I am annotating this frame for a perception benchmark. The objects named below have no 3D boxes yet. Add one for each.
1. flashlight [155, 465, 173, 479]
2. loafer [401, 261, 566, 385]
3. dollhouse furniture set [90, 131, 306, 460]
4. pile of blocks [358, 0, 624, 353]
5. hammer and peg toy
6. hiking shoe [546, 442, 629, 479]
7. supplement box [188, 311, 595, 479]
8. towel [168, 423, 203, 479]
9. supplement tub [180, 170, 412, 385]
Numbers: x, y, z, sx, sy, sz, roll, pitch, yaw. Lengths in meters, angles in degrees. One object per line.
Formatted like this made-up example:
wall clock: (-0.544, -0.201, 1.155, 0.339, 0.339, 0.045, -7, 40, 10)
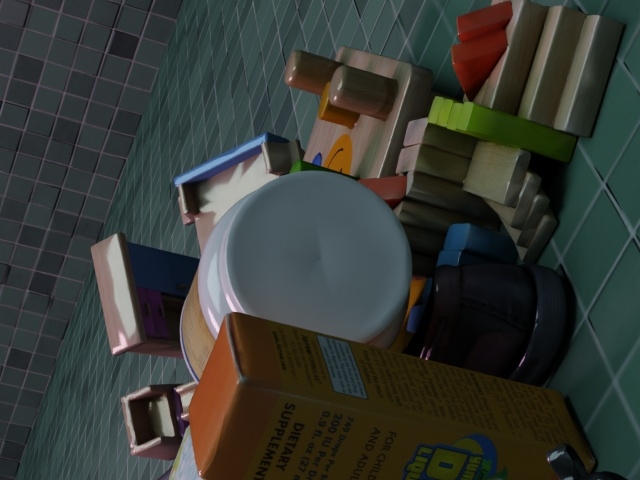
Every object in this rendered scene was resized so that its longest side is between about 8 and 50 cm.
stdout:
flashlight: (-0.133, 0.288, 1.479, 0.304, 0.103, 0.103, -43, 58, 53)
loafer: (0.067, 0.113, 0.962, 0.302, 0.095, 0.109, 121, 156, -43)
dollhouse furniture set: (-0.069, 0.070, 1.514, 0.303, 0.198, 0.286, -26, 68, 29)
pile of blocks: (0.089, -0.027, 0.987, 0.149, 0.112, 0.362, -101, 30, -57)
hammer and peg toy: (0.000, 0.000, 1.227, 0.266, 0.127, 0.361, -136, 63, -72)
hiking shoe: (0.136, 0.196, 0.476, 0.113, 0.132, 0.304, -45, 13, 11)
supplement box: (0.043, 0.117, 0.795, 0.080, 0.233, 0.078, -113, 41, -60)
towel: (-0.089, 0.294, 0.932, 0.320, 0.090, 0.374, -66, 13, -1)
supplement tub: (-0.019, 0.043, 0.924, 0.199, 0.144, 0.144, 122, 158, -68)
